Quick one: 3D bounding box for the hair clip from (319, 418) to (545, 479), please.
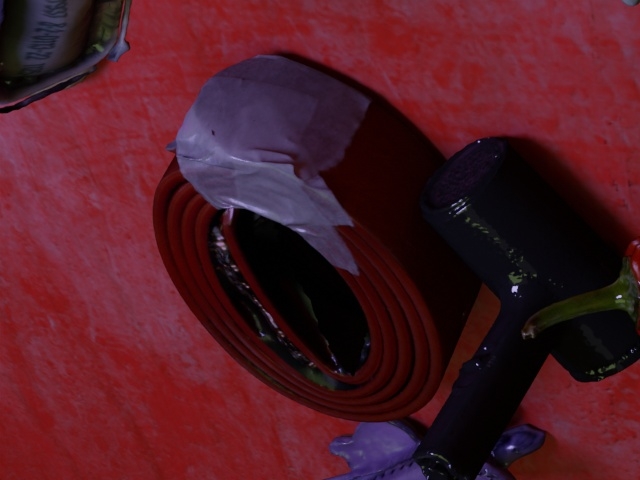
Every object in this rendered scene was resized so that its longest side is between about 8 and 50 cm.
[{"bbox_3d":[0.097,0.206,1.713,0.137,0.090,0.278,42,147,-18],"label":"hair clip"}]

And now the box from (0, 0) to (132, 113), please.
[{"bbox_3d":[-0.241,-0.268,1.186,0.370,0.112,0.190,53,155,17],"label":"box"}]

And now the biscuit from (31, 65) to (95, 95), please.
[{"bbox_3d":[-0.265,-0.195,1.502,0.220,0.033,0.220,17,141,14],"label":"biscuit"}]

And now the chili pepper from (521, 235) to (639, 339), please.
[{"bbox_3d":[0.333,0.076,1.348,0.368,0.137,0.092,23,168,0],"label":"chili pepper"}]

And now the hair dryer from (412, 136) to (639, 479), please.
[{"bbox_3d":[0.132,0.072,1.379,0.197,0.251,0.089,46,141,-20],"label":"hair dryer"}]

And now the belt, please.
[{"bbox_3d":[0.000,0.000,1.498,0.227,0.115,0.324,1,138,29],"label":"belt"}]

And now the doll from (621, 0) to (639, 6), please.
[{"bbox_3d":[0.235,-0.166,1.193,0.083,0.050,0.076,31,126,-1],"label":"doll"}]
